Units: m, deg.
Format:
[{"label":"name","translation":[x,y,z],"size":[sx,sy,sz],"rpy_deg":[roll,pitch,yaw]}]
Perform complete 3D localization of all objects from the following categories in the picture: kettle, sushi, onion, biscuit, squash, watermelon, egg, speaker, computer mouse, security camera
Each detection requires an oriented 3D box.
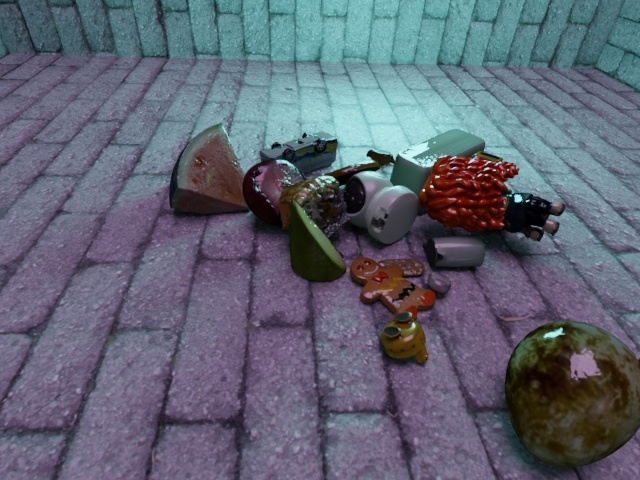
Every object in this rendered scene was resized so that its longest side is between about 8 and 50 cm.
[{"label":"kettle","translation":[0.401,0.024,1.235],"size":[0.148,0.098,0.127],"rpy_deg":[-3,45,-2]},{"label":"sushi","translation":[0.255,-0.348,1.706],"size":[0.120,0.055,0.052],"rpy_deg":[6,28,-13]},{"label":"onion","translation":[-0.146,-0.155,1.344],"size":[0.161,0.248,0.248],"rpy_deg":[-7,25,46]},{"label":"sushi","translation":[-0.014,-0.098,1.254],"size":[0.139,0.184,0.274],"rpy_deg":[-3,24,42]},{"label":"biscuit","translation":[0.085,-0.227,1.431],"size":[0.262,0.037,0.262],"rpy_deg":[-17,-1,0]},{"label":"squash","translation":[0.000,0.000,1.112],"size":[0.169,0.252,0.093],"rpy_deg":[-1,41,-5]},{"label":"watermelon","translation":[-0.372,-0.228,1.371],"size":[0.292,0.250,0.283],"rpy_deg":[6,45,8]},{"label":"egg","translation":[0.489,0.299,0.806],"size":[0.238,0.238,0.289],"rpy_deg":[31,71,30]},{"label":"biscuit","translation":[0.184,0.123,1.129],"size":[0.165,0.036,0.250],"rpy_deg":[-32,55,-31]},{"label":"biscuit","translation":[0.239,0.081,1.214],"size":[0.147,0.018,0.071],"rpy_deg":[-1,39,-6]},{"label":"speaker","translation":[0.434,-0.268,1.519],"size":[0.406,0.184,0.183],"rpy_deg":[-27,49,-32]},{"label":"computer mouse","translation":[0.332,0.123,1.149],"size":[0.066,0.039,0.096],"rpy_deg":[26,17,13]},{"label":"security camera","translation":[0.175,-0.122,1.324],"size":[0.194,0.195,0.236],"rpy_deg":[-25,47,-30]}]

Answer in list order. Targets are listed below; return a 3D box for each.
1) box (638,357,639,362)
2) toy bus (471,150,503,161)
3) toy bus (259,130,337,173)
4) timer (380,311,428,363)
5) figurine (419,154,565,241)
[{"label":"box","translation":[0.819,0.268,0.966],"size":[0.152,0.100,0.048],"rpy_deg":[-14,40,-20]},{"label":"toy bus","translation":[0.560,-0.204,1.446],"size":[0.098,0.201,0.114],"rpy_deg":[25,36,25]},{"label":"toy bus","translation":[-0.083,-0.331,1.602],"size":[0.317,0.138,0.112],"rpy_deg":[-25,42,-28]},{"label":"timer","translation":[0.202,0.243,0.978],"size":[0.107,0.109,0.107],"rpy_deg":[-20,20,7]},{"label":"figurine","translation":[0.521,-0.114,1.252],"size":[0.411,0.241,0.306],"rpy_deg":[17,10,-22]}]
